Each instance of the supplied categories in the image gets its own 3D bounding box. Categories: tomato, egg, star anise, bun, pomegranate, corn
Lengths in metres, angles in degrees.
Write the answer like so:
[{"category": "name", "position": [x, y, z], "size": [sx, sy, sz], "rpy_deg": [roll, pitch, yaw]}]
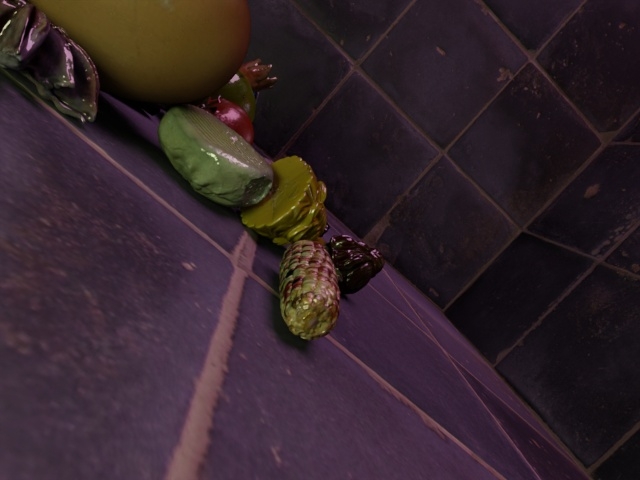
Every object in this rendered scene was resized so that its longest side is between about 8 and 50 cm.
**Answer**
[{"category": "tomato", "position": [-0.226, -0.227, 0.999], "size": [0.167, 0.167, 0.167], "rpy_deg": [42, 7, -6]}, {"category": "egg", "position": [-0.286, -0.372, 0.704], "size": [0.373, 0.301, 0.301], "rpy_deg": [20, 9, -6]}, {"category": "star anise", "position": [-0.359, -0.237, 0.537], "size": [0.236, 0.093, 0.229], "rpy_deg": [42, 0, -39]}, {"category": "bun", "position": [-0.191, -0.143, 0.815], "size": [0.221, 0.108, 0.221], "rpy_deg": [36, 16, -12]}, {"category": "pomegranate", "position": [-0.246, -0.372, 1.172], "size": [0.236, 0.302, 0.236], "rpy_deg": [37, -21, 17]}, {"category": "corn", "position": [-0.015, 0.062, 0.626], "size": [0.086, 0.086, 0.253], "rpy_deg": [41, 7, -12]}]

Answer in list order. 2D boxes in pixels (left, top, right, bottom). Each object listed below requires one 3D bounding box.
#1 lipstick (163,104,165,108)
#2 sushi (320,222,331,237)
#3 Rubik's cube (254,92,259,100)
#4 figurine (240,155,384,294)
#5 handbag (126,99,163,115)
[{"category": "lipstick", "position": [-0.428, -0.405, 1.220], "size": [0.076, 0.077, 0.289], "rpy_deg": [44, 8, 7]}, {"category": "sushi", "position": [-0.032, -0.032, 1.106], "size": [0.084, 0.094, 0.098], "rpy_deg": [45, -10, -8]}, {"category": "Rubik's cube", "position": [-0.314, -0.388, 1.506], "size": [0.229, 0.233, 0.228], "rpy_deg": [-46, 132, -49]}, {"category": "figurine", "position": [-0.004, 0.003, 0.941], "size": [0.315, 0.168, 0.187], "rpy_deg": [49, -10, -36]}, {"category": "handbag", "position": [-0.451, -0.385, 0.949], "size": [0.247, 0.080, 0.223], "rpy_deg": [44, 7, 22]}]
